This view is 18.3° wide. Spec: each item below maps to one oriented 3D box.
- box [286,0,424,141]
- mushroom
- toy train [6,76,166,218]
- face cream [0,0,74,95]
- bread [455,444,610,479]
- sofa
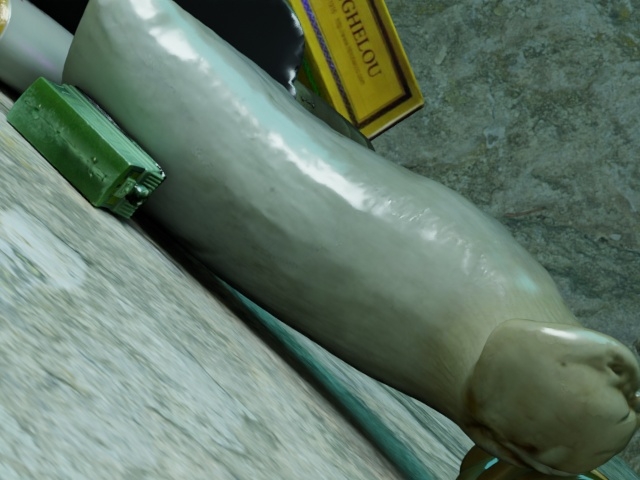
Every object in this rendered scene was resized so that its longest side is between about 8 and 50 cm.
[{"bbox_3d":[-0.064,-0.179,1.618,0.301,0.084,0.193,7,-55,56],"label":"box"},{"bbox_3d":[0.021,0.001,1.174,0.397,0.126,0.177,37,-10,13],"label":"mushroom"},{"bbox_3d":[-0.134,-0.054,1.134,0.093,0.038,0.056,44,6,14],"label":"toy train"},{"bbox_3d":[-0.180,-0.117,1.237,0.072,0.051,0.182,47,6,36],"label":"face cream"},{"bbox_3d":[0.152,0.183,1.126,0.134,0.081,0.225,43,3,-17],"label":"bread"},{"bbox_3d":[-0.082,-0.133,1.442,0.258,0.182,0.200,44,3,24],"label":"sofa"}]
